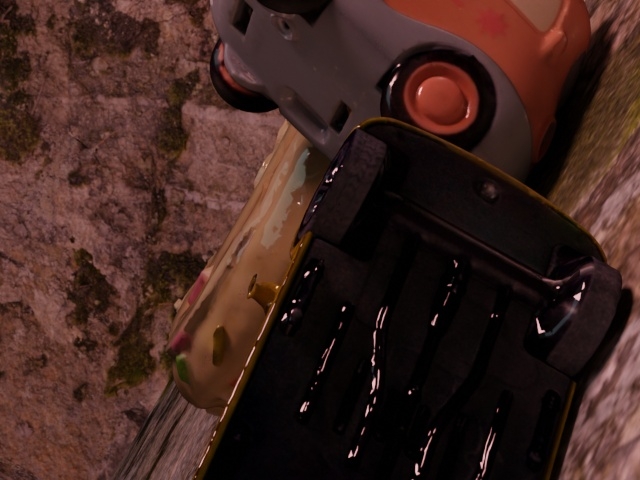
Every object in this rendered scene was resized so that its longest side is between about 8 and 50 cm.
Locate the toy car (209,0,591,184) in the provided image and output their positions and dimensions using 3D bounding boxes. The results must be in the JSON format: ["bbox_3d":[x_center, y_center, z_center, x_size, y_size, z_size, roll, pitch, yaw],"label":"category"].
[{"bbox_3d":[0.064,-0.145,1.025,0.212,0.270,0.180,-42,-6,-21],"label":"toy car"}]

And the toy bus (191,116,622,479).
[{"bbox_3d":[0.009,0.107,0.645,0.151,0.145,0.331,-56,8,50],"label":"toy bus"}]

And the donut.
[{"bbox_3d":[0.004,-0.004,1.246,0.371,0.150,0.307,-58,6,18],"label":"donut"}]
